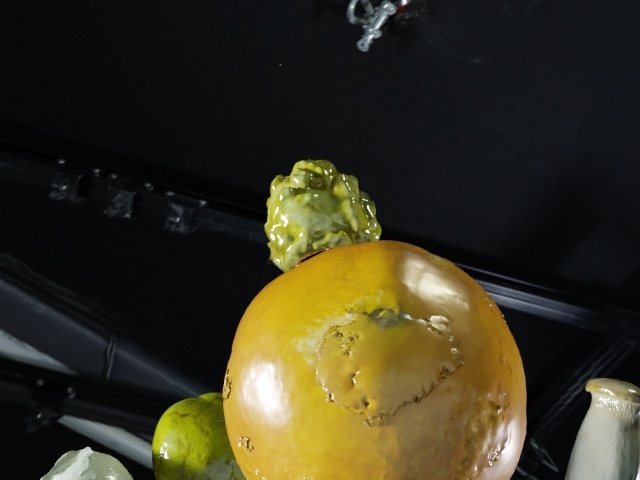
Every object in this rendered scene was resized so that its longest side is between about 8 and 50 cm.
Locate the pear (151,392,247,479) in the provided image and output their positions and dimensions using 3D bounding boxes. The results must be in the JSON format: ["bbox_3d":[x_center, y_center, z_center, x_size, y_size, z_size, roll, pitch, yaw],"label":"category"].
[{"bbox_3d":[-0.226,0.473,1.123,0.269,0.321,0.269,-19,-52,-27],"label":"pear"}]

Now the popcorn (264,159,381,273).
[{"bbox_3d":[0.000,0.000,0.854,0.192,0.233,0.266,-22,-79,-10],"label":"popcorn"}]

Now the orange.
[{"bbox_3d":[0.041,0.121,0.430,0.246,0.246,0.246,-1,-71,-4],"label":"orange"}]

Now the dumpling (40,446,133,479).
[{"bbox_3d":[-0.456,0.516,1.000,0.258,0.193,0.147,22,-38,28],"label":"dumpling"}]

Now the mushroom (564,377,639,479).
[{"bbox_3d":[0.563,0.479,1.035,0.154,0.137,0.408,26,-107,-35],"label":"mushroom"}]
